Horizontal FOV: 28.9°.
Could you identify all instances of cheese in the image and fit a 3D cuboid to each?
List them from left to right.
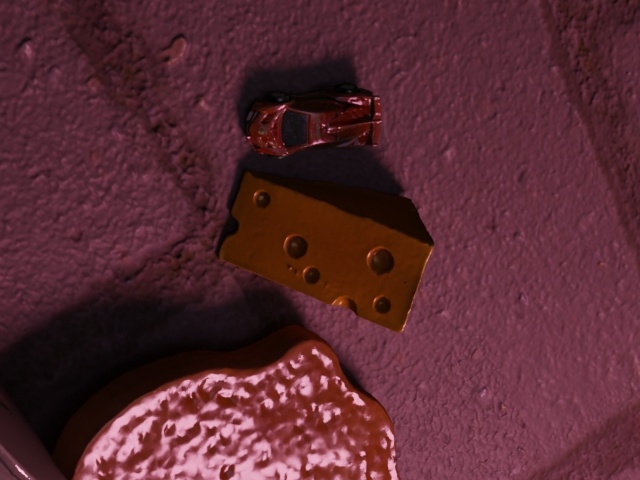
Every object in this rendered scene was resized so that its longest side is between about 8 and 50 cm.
[{"bbox_3d":[0.000,0.000,1.128,0.171,0.126,0.093,16,109,-10],"label":"cheese"}]

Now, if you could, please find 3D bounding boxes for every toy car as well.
[{"bbox_3d":[-0.006,-0.105,1.106,0.121,0.035,0.059,-10,117,-23],"label":"toy car"}]

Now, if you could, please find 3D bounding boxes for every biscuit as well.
[{"bbox_3d":[-0.086,0.272,1.186,0.365,0.062,0.385,-22,116,-24],"label":"biscuit"}]

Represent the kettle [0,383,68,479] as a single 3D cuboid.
[{"bbox_3d":[-0.364,0.233,0.949,0.318,0.205,0.265,-38,82,-8],"label":"kettle"}]
